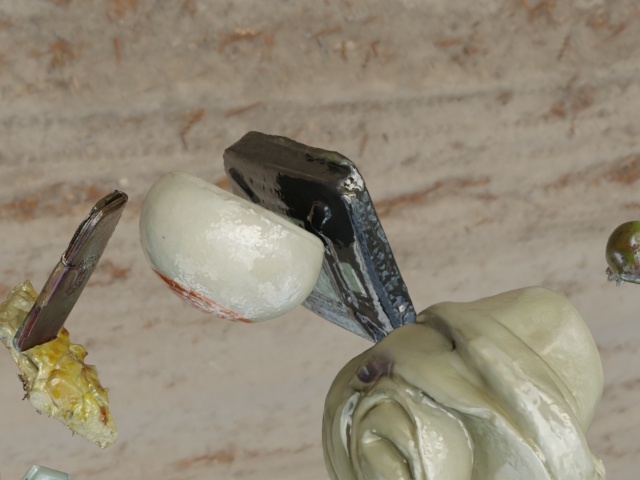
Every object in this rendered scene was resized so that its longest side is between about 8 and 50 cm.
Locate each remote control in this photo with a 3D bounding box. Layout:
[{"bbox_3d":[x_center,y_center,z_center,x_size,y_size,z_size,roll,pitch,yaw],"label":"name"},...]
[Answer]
[{"bbox_3d":[-0.398,0.351,1.720,0.053,0.018,0.124,-54,161,-7],"label":"remote control"}]

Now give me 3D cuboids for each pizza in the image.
[{"bbox_3d":[-0.433,0.188,1.941,0.089,0.323,0.223,-35,165,4],"label":"pizza"}]

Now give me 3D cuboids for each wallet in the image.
[{"bbox_3d":[-0.358,0.049,1.712,0.255,0.031,0.137,-59,175,17],"label":"wallet"}]

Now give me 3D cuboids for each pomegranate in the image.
[{"bbox_3d":[0.529,0.030,2.030,0.114,0.114,0.142,-8,155,-24],"label":"pomegranate"}]

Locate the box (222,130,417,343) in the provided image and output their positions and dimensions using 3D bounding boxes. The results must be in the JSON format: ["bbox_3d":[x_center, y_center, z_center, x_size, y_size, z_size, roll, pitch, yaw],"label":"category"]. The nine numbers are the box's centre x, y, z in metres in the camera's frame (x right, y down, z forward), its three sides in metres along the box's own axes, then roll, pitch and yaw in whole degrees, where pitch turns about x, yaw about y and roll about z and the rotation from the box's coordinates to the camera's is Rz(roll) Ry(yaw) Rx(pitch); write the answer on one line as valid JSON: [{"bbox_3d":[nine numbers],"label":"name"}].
[{"bbox_3d":[0.000,0.000,1.935,0.091,0.350,0.359,-37,122,-21],"label":"box"}]

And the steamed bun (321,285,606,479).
[{"bbox_3d":[0.154,0.238,1.473,0.255,0.342,0.368,8,152,-42],"label":"steamed bun"}]

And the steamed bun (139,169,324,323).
[{"bbox_3d":[-0.143,0.022,1.770,0.283,0.283,0.177,30,86,-52],"label":"steamed bun"}]
